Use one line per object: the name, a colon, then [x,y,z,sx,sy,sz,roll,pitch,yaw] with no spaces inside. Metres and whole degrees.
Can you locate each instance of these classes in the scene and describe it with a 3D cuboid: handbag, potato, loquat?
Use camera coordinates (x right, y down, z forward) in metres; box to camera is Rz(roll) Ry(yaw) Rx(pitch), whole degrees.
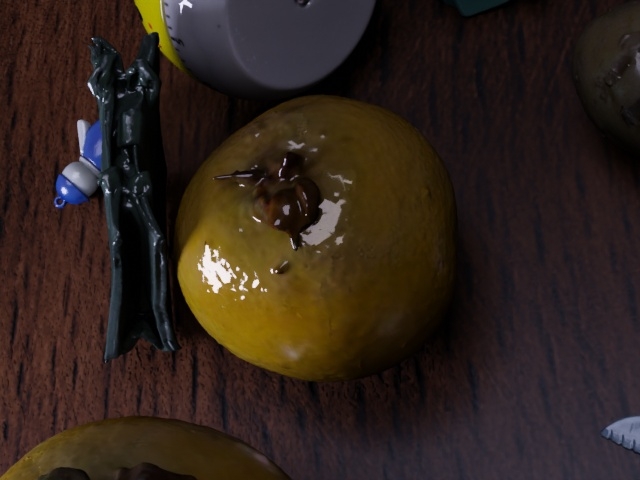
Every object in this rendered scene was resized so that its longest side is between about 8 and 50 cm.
handbag: [-0.185,-0.038,1.198,0.079,0.260,0.247,-3,58,-7]
potato: [0.355,-0.137,1.131,0.262,0.165,0.165,20,71,34]
loquat: [-0.150,0.286,0.969,0.328,0.359,0.328,-6,51,8]
loquat: [0.000,0.000,1.116,0.275,0.275,0.275,-8,61,15]

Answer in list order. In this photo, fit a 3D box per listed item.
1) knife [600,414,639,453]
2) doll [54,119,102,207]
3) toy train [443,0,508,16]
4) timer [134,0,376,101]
knife: [0.391,0.198,1.019,0.313,0.019,0.044,14,71,27]
doll: [-0.251,-0.091,1.372,0.099,0.057,0.143,39,81,10]
toy train: [0.178,-0.353,1.331,0.163,0.112,0.203,-18,56,19]
timer: [-0.097,-0.301,1.319,0.285,0.285,0.285,-8,61,15]
